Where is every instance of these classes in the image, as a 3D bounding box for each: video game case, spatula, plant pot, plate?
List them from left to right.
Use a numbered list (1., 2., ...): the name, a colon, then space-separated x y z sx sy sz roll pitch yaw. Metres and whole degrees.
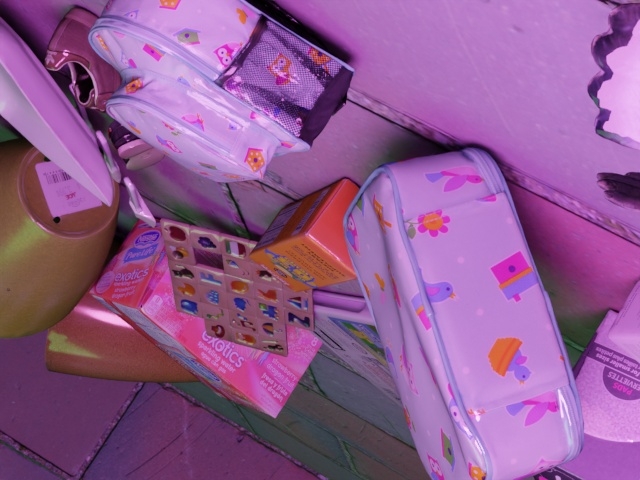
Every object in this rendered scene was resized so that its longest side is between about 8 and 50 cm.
1. plate: -0.349 -0.187 1.547 0.278 0.045 0.277 36 164 42
2. plant pot: -0.388 -0.030 1.881 0.275 0.275 0.293 37 151 -15
3. spatula: -0.243 -0.097 1.632 0.168 0.019 0.242 60 171 4
4. plant pot: -0.277 0.131 2.223 0.254 0.237 0.237 17 164 4
5. video game case: 0.129 0.173 1.827 0.329 0.036 0.300 41 163 -25

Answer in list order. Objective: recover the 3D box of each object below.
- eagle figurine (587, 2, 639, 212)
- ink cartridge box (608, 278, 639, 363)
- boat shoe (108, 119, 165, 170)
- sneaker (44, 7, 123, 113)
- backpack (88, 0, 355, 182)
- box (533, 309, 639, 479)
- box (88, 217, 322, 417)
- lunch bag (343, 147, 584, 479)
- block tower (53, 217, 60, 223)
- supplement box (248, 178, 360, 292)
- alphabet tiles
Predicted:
1. eagle figurine: 0.286 -0.003 0.741 0.298 0.225 0.226 58 133 28
2. ink cartridge box: 0.317 0.082 1.090 0.109 0.063 0.150 38 164 -17
3. boat shoe: -0.214 -0.112 1.623 0.133 0.049 0.042 64 -178 -79
4. sneaker: -0.218 -0.156 1.425 0.066 0.071 0.188 20 160 40
5. backpack: -0.093 -0.135 1.104 0.188 0.144 0.166 41 169 -17
6. box: 0.331 0.196 1.231 0.247 0.163 0.142 26 161 27
7. box: -0.161 0.111 2.011 0.300 0.142 0.154 43 162 -34
8. lunch bag: 0.112 0.066 1.153 0.224 0.108 0.279 114 140 -74
9. block tower: -0.426 -0.028 2.226 0.091 0.097 0.335 34 167 -3
10. supplement box: 0.000 0.000 1.460 0.078 0.080 0.233 38 167 -9
11. alphabet tiles: -0.102 0.069 1.802 0.198 0.009 0.237 14 144 12
